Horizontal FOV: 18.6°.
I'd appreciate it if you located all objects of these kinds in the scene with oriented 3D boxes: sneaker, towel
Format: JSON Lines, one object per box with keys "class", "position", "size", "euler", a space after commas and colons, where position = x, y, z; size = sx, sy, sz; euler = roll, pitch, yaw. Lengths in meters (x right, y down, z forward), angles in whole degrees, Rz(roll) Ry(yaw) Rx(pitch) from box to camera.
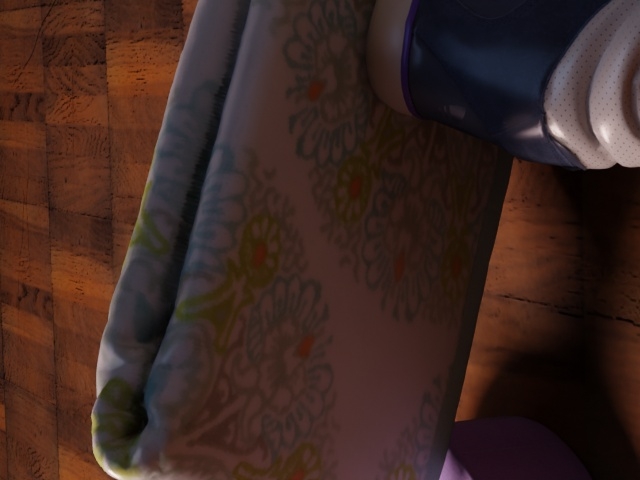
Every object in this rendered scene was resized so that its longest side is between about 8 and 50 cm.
{"class": "sneaker", "position": [0.183, -0.193, 1.144], "size": [0.236, 0.130, 0.322], "euler": [16, 78, 30]}
{"class": "towel", "position": [0.000, 0.000, 1.219], "size": [0.090, 0.320, 0.374], "euler": [5, 74, 32]}

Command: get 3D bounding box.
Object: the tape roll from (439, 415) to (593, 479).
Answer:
{"class": "tape roll", "position": [0.111, 0.263, 1.369], "size": [0.275, 0.090, 0.274], "euler": [176, 90, -67]}
